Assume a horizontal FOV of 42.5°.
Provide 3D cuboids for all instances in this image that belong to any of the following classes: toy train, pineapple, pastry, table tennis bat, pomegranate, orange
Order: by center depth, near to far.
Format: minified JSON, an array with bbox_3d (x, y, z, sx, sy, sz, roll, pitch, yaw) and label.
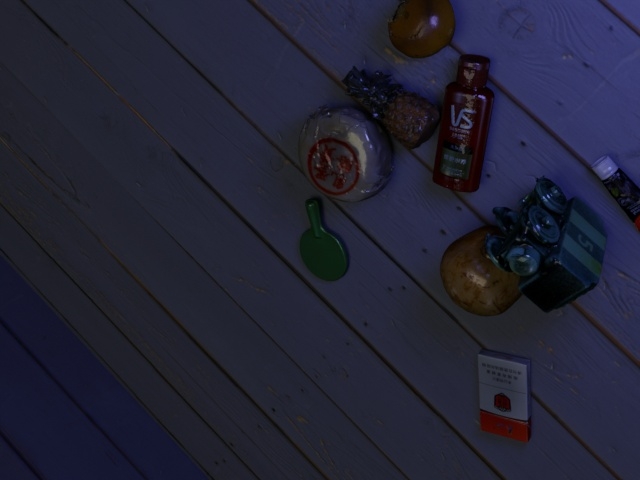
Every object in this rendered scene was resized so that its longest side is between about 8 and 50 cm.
[{"bbox_3d":[0.492,0.006,1.790,0.238,0.299,0.167,41,133,-6],"label":"toy train"},{"bbox_3d":[0.229,-0.479,1.837,0.156,0.134,0.157,-20,59,36],"label":"orange"},{"bbox_3d":[0.386,0.064,1.929,0.215,0.215,0.215,16,122,28],"label":"pomegranate"},{"bbox_3d":[0.164,-0.327,1.963,0.248,0.128,0.128,40,130,16],"label":"pineapple"},{"bbox_3d":[0.060,-0.219,2.086,0.264,0.133,0.265,13,116,29],"label":"pastry"},{"bbox_3d":[0.000,0.000,2.305,0.160,0.039,0.257,6,121,34],"label":"table tennis bat"}]

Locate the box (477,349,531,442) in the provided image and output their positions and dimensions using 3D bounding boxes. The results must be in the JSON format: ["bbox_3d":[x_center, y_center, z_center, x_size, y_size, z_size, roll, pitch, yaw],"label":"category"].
[{"bbox_3d":[0.485,0.410,2.167,0.139,0.035,0.245,10,118,32],"label":"box"}]

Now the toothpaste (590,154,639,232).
[{"bbox_3d":[0.664,-0.100,1.773,0.193,0.045,0.071,50,132,-4],"label":"toothpaste"}]

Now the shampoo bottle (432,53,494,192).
[{"bbox_3d":[0.333,-0.266,1.898,0.118,0.076,0.314,23,124,28],"label":"shampoo bottle"}]
